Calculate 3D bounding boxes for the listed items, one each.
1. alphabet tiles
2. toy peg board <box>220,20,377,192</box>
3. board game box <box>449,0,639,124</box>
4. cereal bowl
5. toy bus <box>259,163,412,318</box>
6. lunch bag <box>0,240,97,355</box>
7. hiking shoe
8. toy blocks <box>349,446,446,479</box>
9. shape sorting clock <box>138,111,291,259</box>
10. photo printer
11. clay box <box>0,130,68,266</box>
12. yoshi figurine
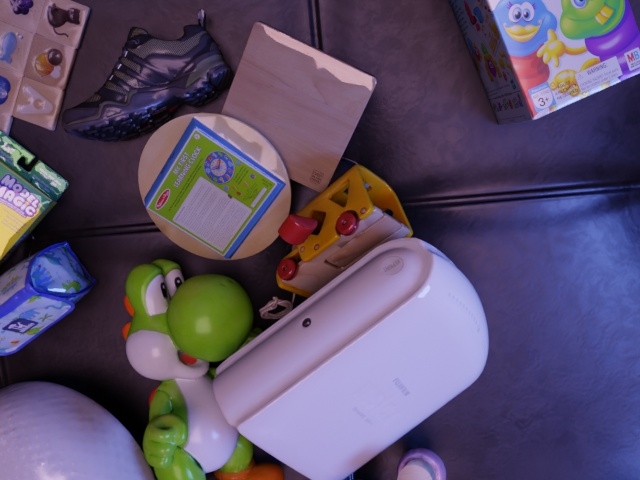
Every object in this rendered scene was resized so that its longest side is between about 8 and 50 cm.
[{"bbox_3d":[-0.491,-0.286,0.779,0.342,0.011,0.285,20,98,-1],"label":"alphabet tiles"},{"bbox_3d":[-0.030,-0.173,0.758,0.161,0.079,0.161,25,114,-1],"label":"toy peg board"},{"bbox_3d":[0.241,-0.293,0.685,0.142,0.144,0.275,-24,98,5],"label":"board game box"},{"bbox_3d":[-0.391,0.367,0.772,0.339,0.141,0.339,3,102,16],"label":"cereal bowl"},{"bbox_3d":[0.012,-0.005,0.749,0.202,0.104,0.191,-9,142,-11],"label":"toy bus"},{"bbox_3d":[-0.384,0.078,0.760,0.129,0.151,0.096,-35,96,6],"label":"lunch bag"},{"bbox_3d":[-0.231,-0.208,0.756,0.227,0.086,0.114,-22,84,0],"label":"hiking shoe"},{"bbox_3d":[0.077,0.458,0.772,0.309,0.260,0.288,-29,71,4],"label":"toy blocks"},{"bbox_3d":[-0.138,-0.067,0.768,0.206,0.040,0.206,3,121,5],"label":"shape sorting clock"},{"bbox_3d":[0.061,0.150,0.718,0.307,0.107,0.256,-37,134,0],"label":"photo printer"},{"bbox_3d":[-0.451,-0.029,0.762,0.127,0.053,0.222,39,81,-13],"label":"clay box"},{"bbox_3d":[-0.143,0.195,0.760,0.203,0.203,0.362,-16,96,-10],"label":"yoshi figurine"}]
